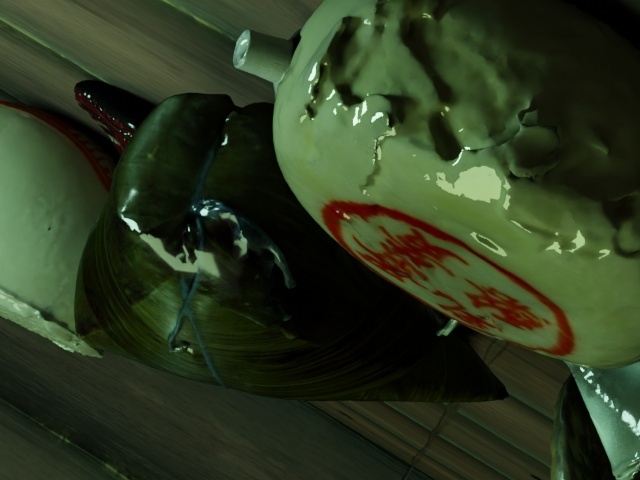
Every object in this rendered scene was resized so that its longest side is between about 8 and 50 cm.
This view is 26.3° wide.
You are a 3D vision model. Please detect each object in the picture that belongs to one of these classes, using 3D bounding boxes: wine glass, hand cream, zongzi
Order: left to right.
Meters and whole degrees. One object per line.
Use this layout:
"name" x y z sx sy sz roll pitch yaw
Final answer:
"zongzi" 0.021 0.039 1.139 0.432 0.208 0.403 20 163 -8
"hand cream" 0.057 -0.067 0.885 0.257 0.050 0.084 29 172 -17
"wine glass" 0.187 0.083 1.035 0.183 0.122 0.122 37 169 5

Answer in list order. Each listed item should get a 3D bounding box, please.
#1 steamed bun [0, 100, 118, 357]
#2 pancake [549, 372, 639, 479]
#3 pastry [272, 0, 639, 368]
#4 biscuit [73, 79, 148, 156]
"steamed bun" -0.356 -0.030 1.629 0.374 0.241 0.374 26 166 7
"pancake" 0.264 0.245 1.185 0.033 0.288 0.286 -17 107 25
"pastry" 0.093 -0.037 0.715 0.265 0.133 0.265 30 164 9
"biscuit" -0.139 -0.066 1.368 0.235 0.063 0.151 36 179 -36
